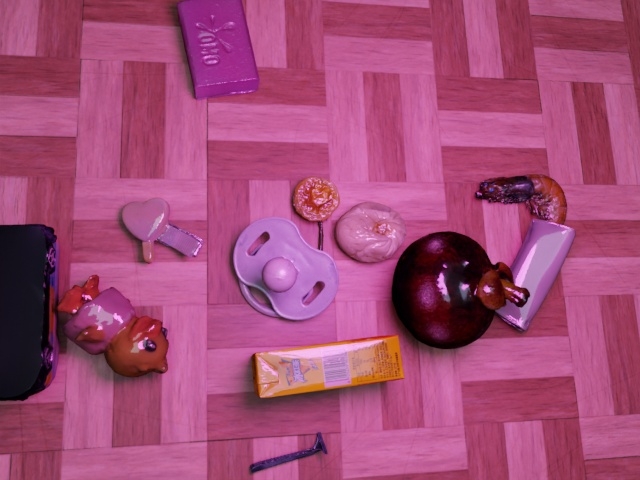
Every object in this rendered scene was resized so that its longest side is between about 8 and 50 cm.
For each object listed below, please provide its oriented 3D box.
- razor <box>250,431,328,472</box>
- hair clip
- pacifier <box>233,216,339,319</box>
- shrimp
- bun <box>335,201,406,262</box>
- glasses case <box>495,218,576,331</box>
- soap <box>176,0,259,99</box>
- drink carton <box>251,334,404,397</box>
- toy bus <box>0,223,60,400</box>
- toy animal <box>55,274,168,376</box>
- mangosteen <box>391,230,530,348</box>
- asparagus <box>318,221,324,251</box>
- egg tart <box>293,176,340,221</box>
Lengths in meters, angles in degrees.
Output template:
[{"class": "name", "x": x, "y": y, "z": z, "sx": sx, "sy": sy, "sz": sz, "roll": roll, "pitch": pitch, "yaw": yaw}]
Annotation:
[{"class": "razor", "x": -0.079, "y": 0.534, "z": 1.408, "sx": 0.190, "sy": 0.033, "sz": 0.066, "roll": -15, "pitch": 37, "yaw": -10}, {"class": "hair clip", "x": -0.409, "y": -0.019, "z": 1.449, "sx": 0.218, "sy": 0.071, "sz": 0.159, "roll": 29, "pitch": 78, "yaw": 1}, {"class": "pacifier", "x": -0.101, "y": 0.082, "z": 1.402, "sx": 0.238, "sy": 0.226, "sz": 0.287, "roll": -45, "pitch": 88, "yaw": 4}, {"class": "shrimp", "x": 0.576, "y": -0.086, "z": 1.636, "sx": 0.290, "sy": 0.054, "sz": 0.222, "roll": 2, "pitch": 78, "yaw": -13}, {"class": "bun", "x": 0.135, "y": -0.024, "z": 1.518, "sx": 0.188, "sy": 0.111, "sz": 0.164, "roll": 18, "pitch": 73, "yaw": -2}, {"class": "glasses case", "x": 0.578, "y": 0.091, "z": 1.577, "sx": 0.128, "sy": 0.083, "sz": 0.308, "roll": 29, "pitch": 89, "yaw": 15}, {"class": "soap", "x": -0.279, "y": -0.526, "z": 1.563, "sx": 0.181, "sy": 0.081, "sz": 0.259, "roll": -10, "pitch": 81, "yaw": -12}, {"class": "drink carton", "x": 0.012, "y": 0.308, "z": 1.405, "sx": 0.351, "sy": 0.154, "sz": 0.111, "roll": -6, "pitch": 79, "yaw": -11}, {"class": "toy bus", "x": -0.678, "y": 0.165, "z": 1.309, "sx": 0.171, "sy": 0.162, "sz": 0.386, "roll": -2, "pitch": 79, "yaw": -7}, {"class": "toy animal", "x": -0.472, "y": 0.219, "z": 1.341, "sx": 0.281, "sy": 0.195, "sz": 0.169, "roll": 31, "pitch": 115, "yaw": 1}, {"class": "mangosteen", "x": 0.322, "y": 0.121, "z": 1.428, "sx": 0.297, "sy": 0.293, "sz": 0.297, "roll": 4, "pitch": 79, "yaw": -22}, {"class": "asparagus", "x": 0.000, "y": 0.000, "z": 1.538, "sx": 0.018, "sy": 0.015, "sz": 0.127, "roll": 4, "pitch": 78, "yaw": -11}, {"class": "egg tart", "x": -0.012, "y": -0.107, "z": 1.539, "sx": 0.130, "sy": 0.052, "sz": 0.130, "roll": 2, "pitch": 77, "yaw": -10}]
